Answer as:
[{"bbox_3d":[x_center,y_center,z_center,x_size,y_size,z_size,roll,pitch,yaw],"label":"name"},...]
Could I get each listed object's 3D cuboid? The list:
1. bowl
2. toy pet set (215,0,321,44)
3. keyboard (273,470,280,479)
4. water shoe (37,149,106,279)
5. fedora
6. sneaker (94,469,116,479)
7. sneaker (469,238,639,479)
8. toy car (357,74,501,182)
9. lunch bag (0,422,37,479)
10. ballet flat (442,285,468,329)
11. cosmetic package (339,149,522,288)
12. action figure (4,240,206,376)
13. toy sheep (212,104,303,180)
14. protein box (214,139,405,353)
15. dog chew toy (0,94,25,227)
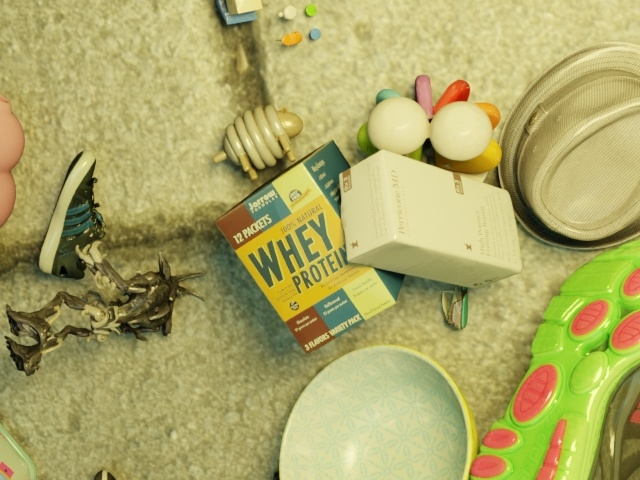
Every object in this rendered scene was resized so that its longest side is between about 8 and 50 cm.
[{"bbox_3d":[0.103,0.305,1.172,0.289,0.290,0.156,-31,140,17],"label":"bowl"},{"bbox_3d":[-0.073,-0.315,1.114,0.114,0.065,0.122,-17,107,-21],"label":"toy pet set"},{"bbox_3d":[0.078,0.458,1.304,0.317,0.033,0.202,6,104,10],"label":"keyboard"},{"bbox_3d":[-0.347,-0.037,1.237,0.080,0.073,0.203,19,114,-18],"label":"water shoe"},{"bbox_3d":[0.350,-0.105,1.045,0.243,0.124,0.275,43,109,-3],"label":"fedora"},{"bbox_3d":[-0.277,0.455,1.359,0.097,0.084,0.235,-28,100,-8],"label":"sneaker"},{"bbox_3d":[0.361,0.196,1.070,0.483,0.185,0.202,-53,129,-7],"label":"sneaker"},{"bbox_3d":[0.140,-0.145,1.078,0.181,0.159,0.136,6,71,9],"label":"toy car"},{"bbox_3d":[-0.613,0.397,1.378,0.279,0.108,0.224,-37,99,19],"label":"lunch bag"},{"bbox_3d":[0.189,0.066,1.170,0.041,0.041,0.114,9,106,8],"label":"ballet flat"},{"bbox_3d":[0.136,-0.020,1.029,0.085,0.231,0.117,-26,62,43],"label":"cosmetic package"},{"bbox_3d":[-0.306,0.082,1.204,0.141,0.275,0.164,46,142,34],"label":"action figure"},{"bbox_3d":[-0.085,-0.134,1.140,0.132,0.091,0.091,-24,100,1],"label":"toy sheep"},{"bbox_3d":[0.000,0.000,1.101,0.136,0.200,0.201,-32,97,18],"label":"protein box"},{"bbox_3d":[-0.529,-0.060,1.195,0.206,0.206,0.332,32,100,1],"label":"dog chew toy"}]
